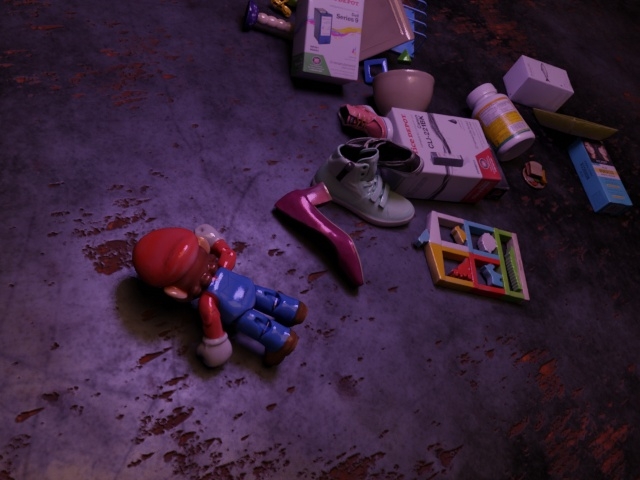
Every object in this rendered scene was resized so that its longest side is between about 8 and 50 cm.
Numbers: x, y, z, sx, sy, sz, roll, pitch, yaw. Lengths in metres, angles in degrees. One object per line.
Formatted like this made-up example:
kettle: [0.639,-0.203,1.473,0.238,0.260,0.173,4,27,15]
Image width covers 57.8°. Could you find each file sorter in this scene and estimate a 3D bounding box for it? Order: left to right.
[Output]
file sorter: [0.245,-0.649,1.703,0.118,0.104,0.171,12,68,-20]

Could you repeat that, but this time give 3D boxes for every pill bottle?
pill bottle: [0.502,-0.338,1.642,0.117,0.118,0.209,-14,67,-33]

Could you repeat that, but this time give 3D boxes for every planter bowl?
planter bowl: [0.213,-0.360,1.502,0.161,0.162,0.109,4,84,-24]

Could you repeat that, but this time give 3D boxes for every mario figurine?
mario figurine: [-0.191,0.096,1.038,0.320,0.170,0.198,34,13,-16]

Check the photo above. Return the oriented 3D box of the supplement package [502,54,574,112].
supplement package: [0.692,-0.495,1.846,0.179,0.105,0.105,11,56,-20]

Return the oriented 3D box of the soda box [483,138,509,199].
soda box: [0.444,-0.194,1.559,0.060,0.053,0.169,2,58,-26]

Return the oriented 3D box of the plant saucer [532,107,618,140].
plant saucer: [0.778,-0.355,1.792,0.188,0.045,0.188,5,21,-23]

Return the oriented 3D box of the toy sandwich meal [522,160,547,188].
toy sandwich meal: [0.615,-0.187,1.654,0.085,0.029,0.086,13,55,-19]

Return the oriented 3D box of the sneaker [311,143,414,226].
sneaker: [0.123,-0.124,1.290,0.255,0.151,0.094,20,51,-15]

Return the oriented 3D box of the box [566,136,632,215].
box: [0.842,-0.196,1.754,0.100,0.060,0.245,5,58,-24]

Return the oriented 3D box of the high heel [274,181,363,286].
high heel: [0.000,0.000,1.213,0.117,0.082,0.244,-24,84,-6]

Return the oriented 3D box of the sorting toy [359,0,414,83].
sorting toy: [0.142,-0.602,1.614,0.195,0.047,0.348,-19,84,6]

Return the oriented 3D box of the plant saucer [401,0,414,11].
plant saucer: [0.215,-0.734,1.815,0.168,0.029,0.169,14,54,-19]

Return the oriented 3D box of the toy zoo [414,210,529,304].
toy zoo: [0.354,0.036,1.378,0.293,0.030,0.193,13,55,-18]

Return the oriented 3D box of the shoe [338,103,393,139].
shoe: [0.107,-0.286,1.420,0.081,0.064,0.178,-2,33,-23]

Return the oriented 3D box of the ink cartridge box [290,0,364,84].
ink cartridge box: [0.017,-0.516,1.464,0.154,0.093,0.213,3,94,-24]

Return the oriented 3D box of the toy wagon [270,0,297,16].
toy wagon: [-0.032,-0.769,1.643,0.267,0.068,0.345,37,59,-20]

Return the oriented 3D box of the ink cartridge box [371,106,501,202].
ink cartridge box: [0.286,-0.210,1.451,0.272,0.114,0.197,2,59,-24]

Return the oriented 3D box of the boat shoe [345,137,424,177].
boat shoe: [0.135,-0.205,1.330,0.070,0.219,0.078,36,77,-51]

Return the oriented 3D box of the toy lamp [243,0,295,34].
toy lamp: [-0.064,-0.552,1.528,0.274,0.080,0.080,11,55,-17]
